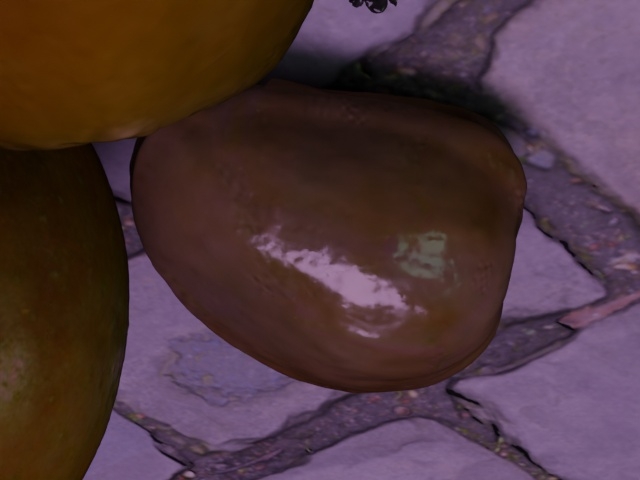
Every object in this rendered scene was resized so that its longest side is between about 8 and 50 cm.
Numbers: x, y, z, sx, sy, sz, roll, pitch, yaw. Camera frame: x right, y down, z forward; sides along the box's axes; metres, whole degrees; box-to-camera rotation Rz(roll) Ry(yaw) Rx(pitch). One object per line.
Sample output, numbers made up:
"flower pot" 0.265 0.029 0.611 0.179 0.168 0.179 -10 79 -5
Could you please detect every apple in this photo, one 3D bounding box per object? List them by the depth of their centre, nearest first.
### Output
"apple" -0.308 0.046 0.980 0.384 0.374 0.374 0 143 -1

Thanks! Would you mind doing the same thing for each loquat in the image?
"loquat" -0.107 -0.177 0.738 0.276 0.276 0.284 0 126 10

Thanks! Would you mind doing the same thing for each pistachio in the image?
"pistachio" 0.000 0.000 1.050 0.260 0.163 0.213 14 109 -5

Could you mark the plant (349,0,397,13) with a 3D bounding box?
"plant" 0.014 -0.156 0.930 0.102 0.051 0.051 23 141 -28
